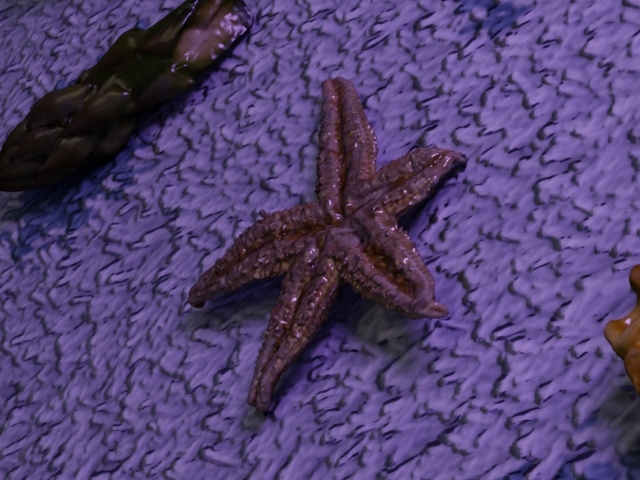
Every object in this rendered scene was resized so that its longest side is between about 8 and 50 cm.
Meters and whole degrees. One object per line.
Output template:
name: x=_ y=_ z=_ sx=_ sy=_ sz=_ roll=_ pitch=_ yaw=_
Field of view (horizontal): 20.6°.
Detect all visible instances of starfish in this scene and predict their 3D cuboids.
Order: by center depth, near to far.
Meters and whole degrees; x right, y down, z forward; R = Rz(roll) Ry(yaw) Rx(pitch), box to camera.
starfish: x=-0.004 y=-0.002 z=1.182 sx=0.231 sy=0.048 sz=0.295 roll=-41 pitch=38 yaw=18

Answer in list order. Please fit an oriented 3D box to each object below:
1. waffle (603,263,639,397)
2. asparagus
waffle: x=0.255 y=0.028 z=0.866 sx=0.253 sy=0.056 sz=0.249 roll=-22 pitch=47 yaw=33
asparagus: x=-0.175 y=-0.113 z=1.435 sx=0.287 sy=0.080 sz=0.080 roll=-31 pitch=42 yaw=29
